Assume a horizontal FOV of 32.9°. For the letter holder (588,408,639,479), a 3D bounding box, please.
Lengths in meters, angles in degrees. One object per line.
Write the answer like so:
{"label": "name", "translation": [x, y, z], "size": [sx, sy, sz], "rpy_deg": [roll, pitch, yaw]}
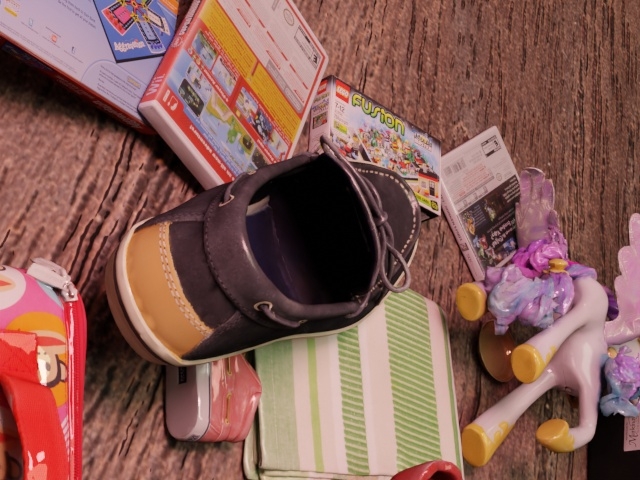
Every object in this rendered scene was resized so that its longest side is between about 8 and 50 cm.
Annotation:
{"label": "letter holder", "translation": [0.502, 0.344, 1.547], "size": [0.214, 0.152, 0.302], "rpy_deg": [34, 53, -36]}

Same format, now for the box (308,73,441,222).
{"label": "box", "translation": [0.071, -0.111, 1.348], "size": [0.207, 0.036, 0.114], "rpy_deg": [25, 58, -39]}

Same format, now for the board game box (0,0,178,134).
{"label": "board game box", "translation": [-0.216, -0.208, 0.984], "size": [0.281, 0.027, 0.145], "rpy_deg": [32, 64, -65]}

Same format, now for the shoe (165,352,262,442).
{"label": "shoe", "translation": [-0.105, 0.109, 1.059], "size": [0.081, 0.063, 0.178], "rpy_deg": [17, 66, -47]}

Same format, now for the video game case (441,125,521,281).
{"label": "video game case", "translation": [0.230, -0.055, 1.508], "size": [0.190, 0.022, 0.173], "rpy_deg": [-31, 98, -49]}

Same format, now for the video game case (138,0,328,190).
{"label": "video game case", "translation": [-0.083, -0.176, 1.185], "size": [0.204, 0.025, 0.285], "rpy_deg": [53, 42, -38]}

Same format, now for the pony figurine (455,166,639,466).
{"label": "pony figurine", "translation": [0.326, 0.091, 1.370], "size": [0.363, 0.302, 0.351], "rpy_deg": [-14, 105, -42]}

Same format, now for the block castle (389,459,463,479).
{"label": "block castle", "translation": [0.051, 0.447, 0.976], "size": [0.453, 0.212, 0.303], "rpy_deg": [-43, 107, -47]}

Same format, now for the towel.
{"label": "towel", "translation": [0.041, 0.154, 1.214], "size": [0.324, 0.038, 0.248], "rpy_deg": [15, 64, -42]}

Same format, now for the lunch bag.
{"label": "lunch bag", "translation": [-0.248, 0.159, 0.733], "size": [0.120, 0.258, 0.293], "rpy_deg": [14, 66, -43]}

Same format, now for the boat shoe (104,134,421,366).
{"label": "boat shoe", "translation": [0.000, 0.000, 1.071], "size": [0.500, 0.156, 0.187], "rpy_deg": [-17, 83, -60]}

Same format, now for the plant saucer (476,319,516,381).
{"label": "plant saucer", "translation": [0.230, 0.147, 1.433], "size": [0.083, 0.015, 0.083], "rpy_deg": [20, 61, -42]}
